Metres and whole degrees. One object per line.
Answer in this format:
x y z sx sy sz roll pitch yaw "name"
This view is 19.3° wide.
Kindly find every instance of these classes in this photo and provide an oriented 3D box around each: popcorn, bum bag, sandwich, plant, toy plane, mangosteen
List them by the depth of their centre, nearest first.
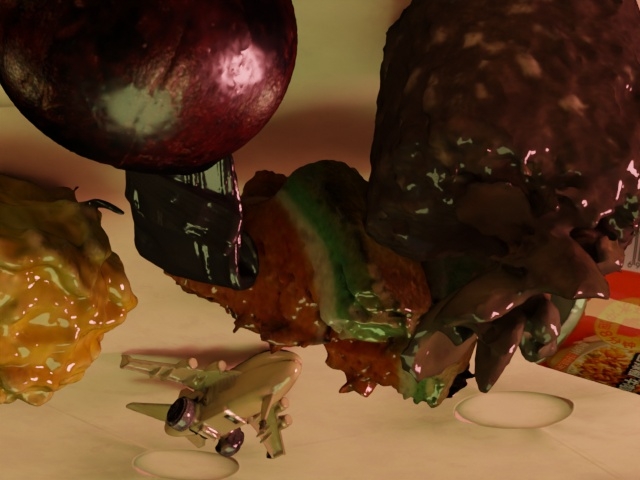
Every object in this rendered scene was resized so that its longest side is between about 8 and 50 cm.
-0.112 -0.154 1.294 0.216 0.216 0.216 1 156 1 "mangosteen"
0.148 -0.036 1.404 0.213 0.312 0.215 4 153 -14 "plant"
-0.114 -0.072 1.536 0.123 0.060 0.248 14 122 27 "bum bag"
0.000 0.000 1.629 0.301 0.250 0.162 2 141 18 "sandwich"
-0.290 0.030 1.724 0.249 0.249 0.225 18 122 -32 "popcorn"
-0.109 0.186 2.191 0.242 0.104 0.256 35 149 -26 "toy plane"

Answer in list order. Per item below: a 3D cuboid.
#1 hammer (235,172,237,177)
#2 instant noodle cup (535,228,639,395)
-0.106 -0.049 1.739 0.052 0.031 0.083 5 167 -9 "hammer"
0.349 0.029 1.628 0.308 0.294 0.294 13 155 -7 "instant noodle cup"
